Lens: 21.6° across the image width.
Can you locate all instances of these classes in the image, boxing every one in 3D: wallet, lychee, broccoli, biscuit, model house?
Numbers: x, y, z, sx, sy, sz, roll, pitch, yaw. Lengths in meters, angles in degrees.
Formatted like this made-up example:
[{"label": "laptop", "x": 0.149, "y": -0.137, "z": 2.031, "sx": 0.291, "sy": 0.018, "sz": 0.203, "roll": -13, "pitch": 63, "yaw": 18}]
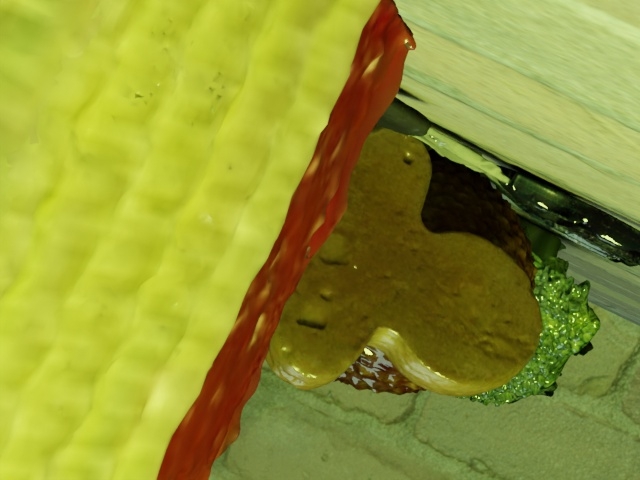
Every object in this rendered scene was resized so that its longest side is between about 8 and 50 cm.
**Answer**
[{"label": "wallet", "x": -0.013, "y": -0.098, "z": 0.894, "sx": 0.156, "sy": 0.018, "sz": 0.082, "roll": 28, "pitch": -178, "yaw": -39}, {"label": "lychee", "x": 0.060, "y": 0.022, "z": 1.210, "sx": 0.194, "sy": 0.194, "sz": 0.194, "roll": 26, "pitch": 180, "yaw": 0}, {"label": "broccoli", "x": 0.152, "y": 0.059, "z": 1.525, "sx": 0.198, "sy": 0.176, "sz": 0.226, "roll": 43, "pitch": -168, "yaw": 8}, {"label": "biscuit", "x": 0.000, "y": 0.000, "z": 1.037, "sx": 0.301, "sy": 0.197, "sz": 0.049, "roll": 29, "pitch": 149, "yaw": -7}, {"label": "model house", "x": -0.078, "y": -0.032, "z": 0.473, "sx": 0.160, "sy": 0.196, "sz": 0.254, "roll": 25, "pitch": 179, "yaw": 4}]

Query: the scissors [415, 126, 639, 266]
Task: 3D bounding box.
[{"label": "scissors", "x": 0.101, "y": -0.044, "z": 1.043, "sx": 0.300, "sy": 0.022, "sz": 0.109, "roll": 26, "pitch": 178, "yaw": -26}]
